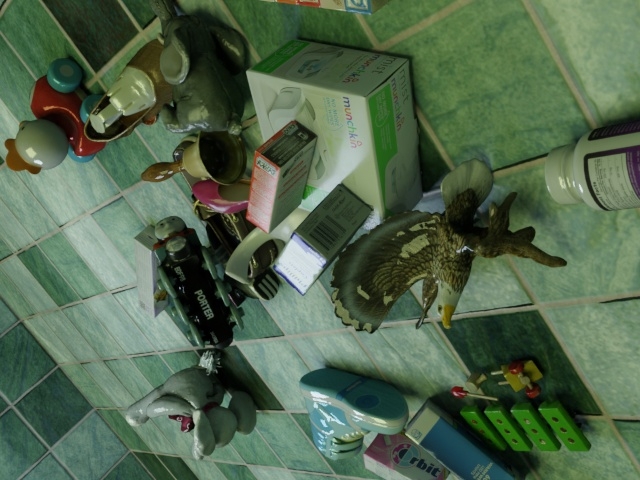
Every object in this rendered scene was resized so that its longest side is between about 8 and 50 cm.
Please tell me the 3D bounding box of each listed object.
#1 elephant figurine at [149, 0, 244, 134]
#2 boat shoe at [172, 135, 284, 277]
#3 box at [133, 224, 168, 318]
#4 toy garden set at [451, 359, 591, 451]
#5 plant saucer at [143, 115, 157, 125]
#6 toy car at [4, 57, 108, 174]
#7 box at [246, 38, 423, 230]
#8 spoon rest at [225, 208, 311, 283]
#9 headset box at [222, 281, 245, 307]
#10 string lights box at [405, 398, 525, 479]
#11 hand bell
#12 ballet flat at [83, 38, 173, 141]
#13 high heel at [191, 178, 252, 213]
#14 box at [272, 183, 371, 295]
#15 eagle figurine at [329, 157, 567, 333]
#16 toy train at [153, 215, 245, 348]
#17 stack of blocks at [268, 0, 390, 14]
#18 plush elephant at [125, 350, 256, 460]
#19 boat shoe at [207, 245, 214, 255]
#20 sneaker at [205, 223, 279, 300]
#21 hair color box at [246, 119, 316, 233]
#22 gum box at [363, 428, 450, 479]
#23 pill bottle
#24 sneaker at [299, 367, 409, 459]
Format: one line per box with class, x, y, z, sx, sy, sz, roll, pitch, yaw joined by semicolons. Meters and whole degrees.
elephant figurine;-0.219;-0.314;1.306;0.186;0.169;0.239;-2;112;12
boat shoe;-0.207;-0.069;1.575;0.116;0.097;0.324;-19;111;52
box;-0.453;0.091;2.022;0.067;0.063;0.324;32;143;16
toy garden set;0.362;0.309;1.421;0.204;0.049;0.244;52;146;-12
plant saucer;-0.379;-0.285;1.607;0.083;0.013;0.083;28;143;24
toy car;-0.621;-0.249;1.696;0.210;0.238;0.219;48;145;-4
box;0.031;-0.167;1.206;0.231;0.127;0.262;21;140;33
spoon rest;-0.071;-0.009;1.462;0.276;0.084;0.137;-28;136;30
headset box;-0.230;0.134;1.863;0.083;0.032;0.062;-10;119;49
string lights box;0.300;0.442;1.540;0.260;0.076;0.133;39;-178;10
hand bell;-0.276;-0.149;1.488;0.242;0.126;0.126;-10;118;38
ballet flat;-0.388;-0.281;1.503;0.342;0.124;0.116;-23;107;49
high heel;-0.140;-0.104;1.449;0.244;0.082;0.117;16;146;15
box;0.000;0.000;1.191;0.072;0.126;0.137;40;147;4
eagle figurine;0.180;0.038;1.170;0.226;0.225;0.298;50;142;-14
toy train;-0.281;0.098;1.684;0.190;0.142;0.334;55;167;47
stack of blocks;-0.037;-0.427;1.043;0.297;0.087;0.171;20;138;32
plush elephant;-0.338;0.501;2.143;0.330;0.272;0.255;-45;63;32
boat shoe;-0.269;0.045;1.797;0.045;0.050;0.135;54;145;-3
sneaker;-0.204;0.053;1.711;0.228;0.086;0.132;54;147;-14
hair color box;-0.064;-0.097;1.185;0.053;0.093;0.167;36;145;13
gum box;0.198;0.508;1.736;0.188;0.107;0.062;21;139;30
pill bottle;0.384;-0.093;0.932;0.193;0.108;0.108;-6;121;49
sneaker;0.088;0.425;1.715;0.319;0.127;0.208;12;116;51
